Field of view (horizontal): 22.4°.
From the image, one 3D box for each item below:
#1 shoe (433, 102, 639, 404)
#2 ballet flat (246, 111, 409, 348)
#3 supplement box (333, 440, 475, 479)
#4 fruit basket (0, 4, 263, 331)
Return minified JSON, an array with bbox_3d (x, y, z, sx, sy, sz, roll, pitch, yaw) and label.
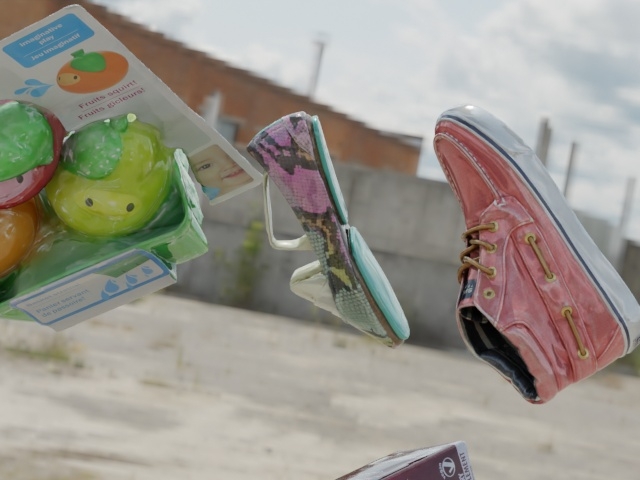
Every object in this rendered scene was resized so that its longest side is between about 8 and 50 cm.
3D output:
[{"bbox_3d":[0.103,0.007,0.927,0.081,0.178,0.063,-31,-12,-21],"label":"shoe"},{"bbox_3d":[0.000,0.000,1.350,0.079,0.221,0.077,-21,20,10],"label":"ballet flat"},{"bbox_3d":[0.020,0.233,1.100,0.073,0.130,0.239,-16,1,44],"label":"supplement box"},{"bbox_3d":[-0.255,-0.045,1.361,0.327,0.165,0.353,-22,-21,13],"label":"fruit basket"}]
